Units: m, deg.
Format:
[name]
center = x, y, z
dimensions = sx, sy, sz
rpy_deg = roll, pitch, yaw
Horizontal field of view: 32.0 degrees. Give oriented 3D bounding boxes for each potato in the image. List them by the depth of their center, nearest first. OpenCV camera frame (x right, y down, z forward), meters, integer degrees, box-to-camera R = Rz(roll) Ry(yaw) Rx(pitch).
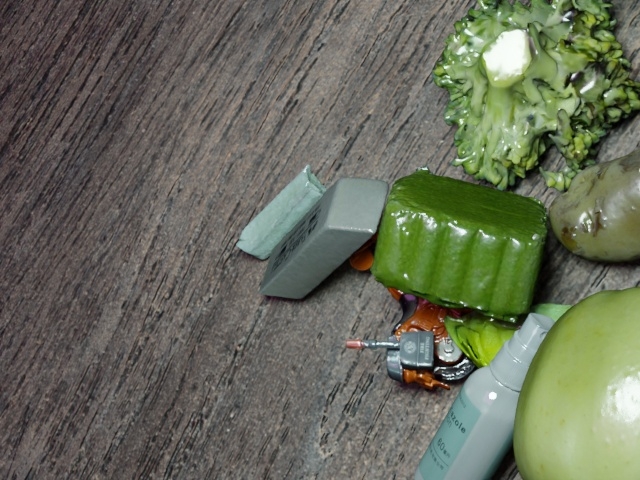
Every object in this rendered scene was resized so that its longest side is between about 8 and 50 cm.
[potato]
center = 0.477, -0.052, 1.695
dimensions = 0.262, 0.165, 0.165
rpy_deg = -16, 66, 33

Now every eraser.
[eraser]
center = -0.001, 0.000, 1.949
dimensions = 0.352, 0.077, 0.111
rpy_deg = -44, 22, 54

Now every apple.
[apple]
center = 0.437, 0.238, 1.510
dimensions = 0.357, 0.357, 0.357
rpy_deg = -11, 69, 31

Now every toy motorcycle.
[toy motorcycle]
center = 0.156, 0.090, 1.873
dimensions = 0.221, 0.148, 0.325
rpy_deg = 0, 67, 10

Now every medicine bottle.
[medicine bottle]
center = 0.258, 0.257, 1.689
dimensions = 0.110, 0.110, 0.351
rpy_deg = 46, 125, 35

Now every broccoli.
[broccoli]
center = 0.346, -0.249, 1.813
dimensions = 0.334, 0.272, 0.324
rpy_deg = -14, 107, 23

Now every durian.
[durian]
center = 0.323, 0.160, 1.743
dimensions = 0.250, 0.101, 0.139
rpy_deg = -6, 104, 30

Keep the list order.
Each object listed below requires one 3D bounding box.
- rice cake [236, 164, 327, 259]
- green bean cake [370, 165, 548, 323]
[rice cake]
center = -0.068, -0.045, 2.107
dimensions = 0.206, 0.069, 0.063
rpy_deg = -43, 53, 12
[green bean cake]
center = 0.215, 0.005, 1.711
dimensions = 0.250, 0.247, 0.156
rpy_deg = 12, 110, 7
